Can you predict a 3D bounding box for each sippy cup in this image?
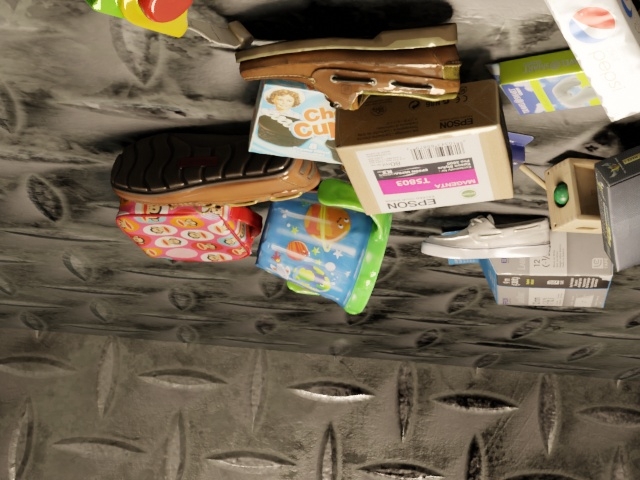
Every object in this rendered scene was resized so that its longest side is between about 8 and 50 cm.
[{"bbox_3d":[0.000,0.000,1.949,0.224,0.305,0.240,16,-158,-3],"label":"sippy cup"}]

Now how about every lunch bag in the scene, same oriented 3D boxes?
[{"bbox_3d":[-0.243,-0.042,2.001,0.258,0.120,0.293,1,161,8],"label":"lunch bag"}]

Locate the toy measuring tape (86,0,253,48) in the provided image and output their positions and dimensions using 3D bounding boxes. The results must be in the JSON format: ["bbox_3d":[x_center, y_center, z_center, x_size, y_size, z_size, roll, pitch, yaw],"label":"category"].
[{"bbox_3d":[-0.164,-0.308,1.224,0.121,0.121,0.330,-7,175,32],"label":"toy measuring tape"}]

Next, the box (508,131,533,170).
[{"bbox_3d":[0.257,-0.134,1.747,0.136,0.036,0.225,9,160,-14],"label":"box"}]

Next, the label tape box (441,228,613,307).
[{"bbox_3d":[0.441,0.061,2.186,0.348,0.115,0.249,-1,162,11],"label":"label tape box"}]

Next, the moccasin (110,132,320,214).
[{"bbox_3d":[-0.186,-0.116,1.753,0.380,0.139,0.147,-7,153,18],"label":"moccasin"}]

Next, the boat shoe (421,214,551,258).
[{"bbox_3d":[0.330,-0.011,2.035,0.258,0.084,0.095,-2,-172,-4],"label":"boat shoe"}]

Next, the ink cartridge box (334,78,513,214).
[{"bbox_3d":[0.156,-0.130,1.485,0.235,0.088,0.193,-7,148,15],"label":"ink cartridge box"}]

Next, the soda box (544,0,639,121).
[{"bbox_3d":[0.334,-0.246,1.192,0.074,0.069,0.216,-17,131,31],"label":"soda box"}]

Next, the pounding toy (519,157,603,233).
[{"bbox_3d":[0.434,-0.081,1.746,0.141,0.130,0.100,2,164,-23],"label":"pounding toy"}]

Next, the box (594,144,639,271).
[{"bbox_3d":[0.544,-0.066,1.638,0.183,0.059,0.232,-21,138,3],"label":"box"}]

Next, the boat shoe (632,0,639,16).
[{"bbox_3d":[0.388,-0.270,1.244,0.178,0.064,0.060,10,160,-5],"label":"boat shoe"}]

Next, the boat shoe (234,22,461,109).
[{"bbox_3d":[0.032,-0.221,1.351,0.307,0.104,0.111,-1,-165,20],"label":"boat shoe"}]

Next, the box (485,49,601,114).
[{"bbox_3d":[0.333,-0.224,1.436,0.178,0.042,0.109,-6,159,26],"label":"box"}]

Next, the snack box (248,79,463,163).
[{"bbox_3d":[0.061,-0.184,1.550,0.322,0.060,0.187,7,152,-8],"label":"snack box"}]

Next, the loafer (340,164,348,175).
[{"bbox_3d":[0.099,-0.132,1.749,0.061,0.062,0.170,19,156,-27],"label":"loafer"}]
